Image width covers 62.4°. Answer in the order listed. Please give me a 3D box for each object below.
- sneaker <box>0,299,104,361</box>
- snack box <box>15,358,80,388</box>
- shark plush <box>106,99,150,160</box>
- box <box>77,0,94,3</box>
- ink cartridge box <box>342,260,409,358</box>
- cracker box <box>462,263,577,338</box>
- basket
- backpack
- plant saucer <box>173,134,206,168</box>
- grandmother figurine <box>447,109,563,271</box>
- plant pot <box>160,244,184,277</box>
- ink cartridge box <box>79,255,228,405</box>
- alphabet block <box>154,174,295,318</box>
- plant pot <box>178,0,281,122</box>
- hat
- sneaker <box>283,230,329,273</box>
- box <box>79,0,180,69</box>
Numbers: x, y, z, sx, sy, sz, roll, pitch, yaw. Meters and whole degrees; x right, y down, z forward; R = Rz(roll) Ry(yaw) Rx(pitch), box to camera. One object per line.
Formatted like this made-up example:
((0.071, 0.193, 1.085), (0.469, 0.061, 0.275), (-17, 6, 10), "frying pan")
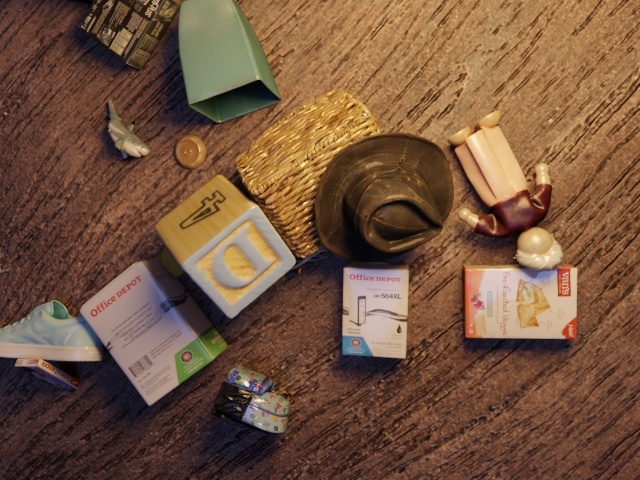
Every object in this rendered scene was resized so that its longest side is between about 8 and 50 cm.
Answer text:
((-0.712, 0.228, 1.351), (0.365, 0.135, 0.150), (1, 77, 8), "sneaker")
((-0.684, 0.337, 1.332), (0.064, 0.178, 0.022), (-3, 57, 9), "snack box")
((-0.478, -0.267, 1.293), (0.067, 0.073, 0.161), (-28, 70, -8), "shark plush")
((-0.563, -0.692, 1.175), (0.103, 0.184, 0.261), (14, 99, 8), "box")
((0.125, 0.155, 1.206), (0.148, 0.086, 0.203), (1, 97, 10), "ink cartridge box")
((0.434, 0.133, 1.162), (0.232, 0.067, 0.156), (-2, 96, 9), "cracker box")
((-0.007, -0.150, 1.153), (0.299, 0.213, 0.223), (-36, 129, 0), "basket")
((-0.147, 0.380, 1.242), (0.173, 0.158, 0.117), (21, 83, 9), "backpack")
((-0.318, -0.214, 1.275), (0.083, 0.015, 0.083), (1, 97, 10), "plant saucer")
((0.392, -0.087, 1.112), (0.207, 0.104, 0.342), (-31, 82, 19), "grandmother figurine")
((-0.337, 0.040, 1.278), (0.081, 0.081, 0.083), (39, 112, 3), "plant pot")
((-0.401, 0.212, 1.283), (0.211, 0.121, 0.289), (-36, 90, 12), "ink cartridge box")
((-0.204, 0.008, 1.134), (0.193, 0.197, 0.192), (-39, 129, -10), "alphabet block")
((-0.214, -0.412, 1.166), (0.165, 0.165, 0.234), (-17, 86, 11), "plant pot")
((0.158, -0.059, 1.068), (0.331, 0.134, 0.331), (-11, 122, -18), "hat")
((0.000, 0.000, 1.221), (0.214, 0.084, 0.083), (-28, 115, 10), "sneaker")
((-0.442, -0.521, 1.228), (0.147, 0.077, 0.180), (36, 101, 4), "box")
